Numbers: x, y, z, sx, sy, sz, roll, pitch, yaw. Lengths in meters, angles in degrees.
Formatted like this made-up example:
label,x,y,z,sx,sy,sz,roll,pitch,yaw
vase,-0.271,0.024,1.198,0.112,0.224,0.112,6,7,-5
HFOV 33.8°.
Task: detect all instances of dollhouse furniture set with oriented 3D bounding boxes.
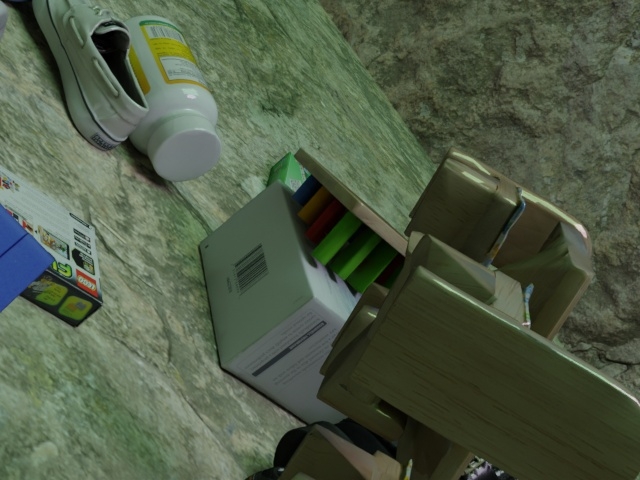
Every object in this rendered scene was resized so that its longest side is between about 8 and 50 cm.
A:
label,x,y,z,sx,sy,sz,roll,pitch,yaw
dollhouse furniture set,0.097,0.184,0.719,0.256,0.394,0.362,30,17,1

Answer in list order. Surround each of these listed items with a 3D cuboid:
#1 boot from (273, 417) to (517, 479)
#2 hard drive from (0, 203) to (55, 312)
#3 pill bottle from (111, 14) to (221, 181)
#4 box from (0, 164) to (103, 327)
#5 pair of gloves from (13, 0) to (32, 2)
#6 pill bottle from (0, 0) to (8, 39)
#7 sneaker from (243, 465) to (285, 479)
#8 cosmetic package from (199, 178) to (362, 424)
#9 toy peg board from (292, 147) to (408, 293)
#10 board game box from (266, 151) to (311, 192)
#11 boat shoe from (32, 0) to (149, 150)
label,x,y,z,sx,sy,sz,roll,pitch,yaw
boot,0.140,0.286,1.025,0.260,0.131,0.348,-9,57,-41
hard drive,-0.347,-0.049,0.709,0.318,0.040,0.210,48,29,-10
pill bottle,-0.197,-0.177,1.323,0.118,0.117,0.208,31,26,-51
box,-0.279,-0.019,0.904,0.207,0.036,0.114,39,20,-37
pair of gloves,-0.399,-0.350,1.334,0.159,0.023,0.198,34,22,-41
pill bottle,-0.370,-0.195,0.840,0.208,0.119,0.119,32,20,-10
sneaker,-0.013,0.274,0.912,0.178,0.077,0.072,50,17,-5
cosmetic package,-0.006,0.087,1.233,0.225,0.138,0.224,41,19,-36
toy peg board,0.034,-0.005,1.192,0.161,0.079,0.160,39,4,-36
board game box,0.000,0.000,1.601,0.213,0.046,0.317,46,17,-15
boat shoe,-0.271,-0.235,1.264,0.096,0.088,0.267,30,32,-52
